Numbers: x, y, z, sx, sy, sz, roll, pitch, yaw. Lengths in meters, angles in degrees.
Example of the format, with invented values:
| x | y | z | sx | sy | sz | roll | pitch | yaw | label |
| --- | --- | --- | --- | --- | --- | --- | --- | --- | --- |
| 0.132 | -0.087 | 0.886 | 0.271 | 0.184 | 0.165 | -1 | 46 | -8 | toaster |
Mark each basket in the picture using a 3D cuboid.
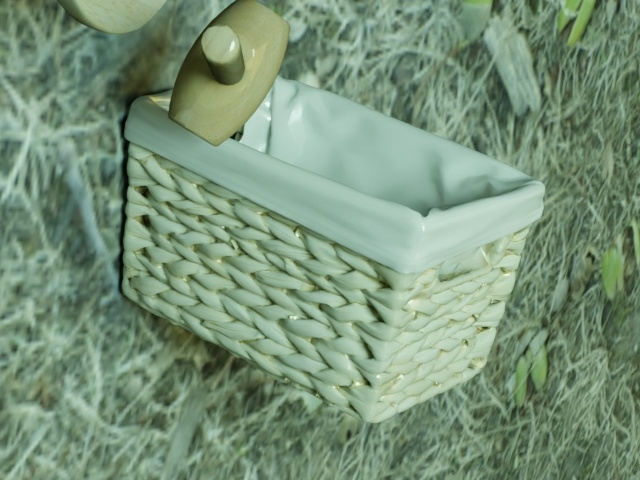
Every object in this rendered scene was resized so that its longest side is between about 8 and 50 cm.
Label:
| x | y | z | sx | sy | sz | roll | pitch | yaw | label |
| --- | --- | --- | --- | --- | --- | --- | --- | --- | --- |
| 0.000 | 0.000 | 0.754 | 0.113 | 0.167 | 0.103 | -17 | 124 | -51 | basket |

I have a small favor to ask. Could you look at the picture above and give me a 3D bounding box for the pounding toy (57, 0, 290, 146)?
| x | y | z | sx | sy | sz | roll | pitch | yaw | label |
| --- | --- | --- | --- | --- | --- | --- | --- | --- | --- |
| -0.058 | -0.155 | 0.596 | 0.154 | 0.155 | 0.269 | -59 | 145 | -10 | pounding toy |
